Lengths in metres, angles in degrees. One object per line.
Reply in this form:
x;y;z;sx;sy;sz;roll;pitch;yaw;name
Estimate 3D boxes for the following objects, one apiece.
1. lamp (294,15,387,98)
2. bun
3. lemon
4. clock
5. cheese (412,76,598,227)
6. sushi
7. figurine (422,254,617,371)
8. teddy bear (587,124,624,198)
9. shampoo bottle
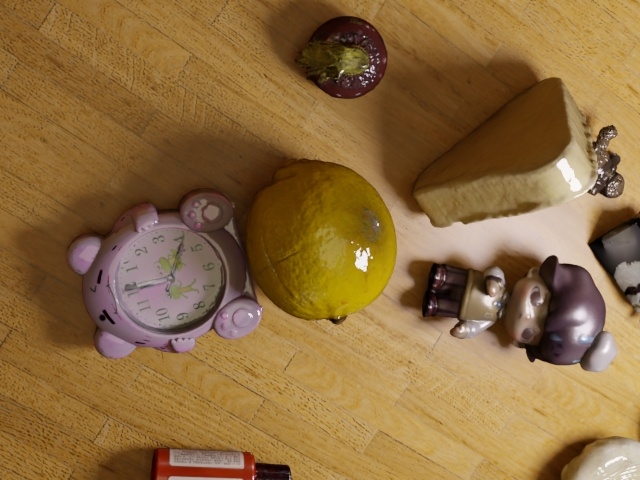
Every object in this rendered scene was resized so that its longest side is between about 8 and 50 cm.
0.052;-0.343;1.568;0.156;0.135;0.157;40;87;-16;lamp
0.629;0.535;1.845;0.231;0.133;0.230;-5;104;-18;bun
0.000;0.000;1.541;0.297;0.297;0.296;-2;100;-12;lemon
-0.294;0.071;1.575;0.322;0.113;0.295;-16;103;-8;clock
0.379;-0.151;1.564;0.384;0.384;0.104;-39;110;-4;cheese
0.720;0.067;1.802;0.109;0.134;0.272;-38;97;-36;sushi
0.405;0.131;1.691;0.365;0.206;0.217;12;83;-12;figurine
0.588;-0.158;1.755;0.119;0.078;0.160;-45;124;-24;teddy bear
-0.197;0.475;1.668;0.278;0.104;0.104;6;98;-13;shampoo bottle
